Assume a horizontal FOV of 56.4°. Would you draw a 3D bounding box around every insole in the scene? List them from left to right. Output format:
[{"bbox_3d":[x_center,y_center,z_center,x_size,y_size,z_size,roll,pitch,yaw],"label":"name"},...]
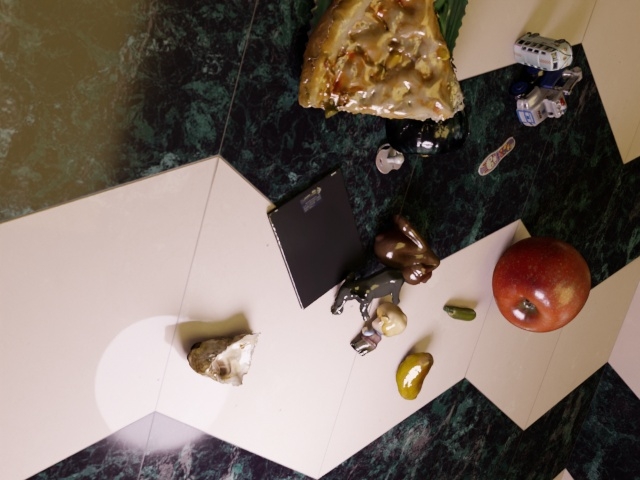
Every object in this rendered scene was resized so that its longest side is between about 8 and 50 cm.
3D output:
[{"bbox_3d":[0.607,-0.288,2.049,0.197,0.004,0.065,-40,129,-19],"label":"insole"}]

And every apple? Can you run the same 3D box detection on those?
[{"bbox_3d":[0.797,0.162,2.172,0.277,0.349,0.348,-43,131,-33],"label":"apple"}]

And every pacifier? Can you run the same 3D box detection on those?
[{"bbox_3d":[0.204,-0.234,1.686,0.099,0.078,0.081,-25,110,-29],"label":"pacifier"}]

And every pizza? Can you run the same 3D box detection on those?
[{"bbox_3d":[0.117,-0.434,1.398,0.392,0.080,0.434,-20,113,4],"label":"pizza"}]

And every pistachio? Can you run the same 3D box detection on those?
[{"bbox_3d":[0.318,0.460,2.072,0.110,0.100,0.189,17,107,-21],"label":"pistachio"}]

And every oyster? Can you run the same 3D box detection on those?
[{"bbox_3d":[-0.252,0.298,1.535,0.233,0.107,0.161,6,100,-60],"label":"oyster"}]

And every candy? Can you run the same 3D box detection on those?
[{"bbox_3d":[0.152,-0.500,1.477,0.398,0.172,0.262,-3,106,-26],"label":"candy"}]

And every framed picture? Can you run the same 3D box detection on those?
[{"bbox_3d":[0.000,0.000,1.661,0.255,0.014,0.338,-35,128,-24],"label":"framed picture"}]

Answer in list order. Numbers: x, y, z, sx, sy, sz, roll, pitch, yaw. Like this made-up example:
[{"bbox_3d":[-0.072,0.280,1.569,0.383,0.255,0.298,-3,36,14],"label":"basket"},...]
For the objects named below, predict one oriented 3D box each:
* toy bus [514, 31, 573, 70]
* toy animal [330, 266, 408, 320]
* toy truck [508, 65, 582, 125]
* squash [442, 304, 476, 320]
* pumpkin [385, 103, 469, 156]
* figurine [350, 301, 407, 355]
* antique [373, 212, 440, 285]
[{"bbox_3d":[0.694,-0.587,1.870,0.089,0.194,0.087,-29,127,-12],"label":"toy bus"},{"bbox_3d":[0.139,0.150,1.772,0.245,0.114,0.146,-30,143,-14],"label":"toy animal"},{"bbox_3d":[0.744,-0.478,1.965,0.213,0.177,0.161,-52,133,-11],"label":"toy truck"},{"bbox_3d":[0.510,0.265,2.176,0.183,0.052,0.052,15,98,-44],"label":"squash"},{"bbox_3d":[0.286,-0.309,1.619,0.233,0.233,0.162,-8,108,-38],"label":"pumpkin"},{"bbox_3d":[0.185,0.284,1.894,0.196,0.108,0.114,-41,122,4],"label":"figurine"},{"bbox_3d":[0.262,0.045,1.829,0.143,0.121,0.257,-49,132,-2],"label":"antique"}]
